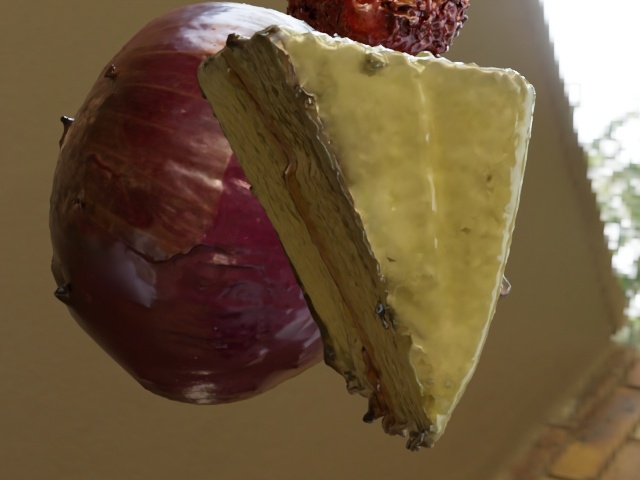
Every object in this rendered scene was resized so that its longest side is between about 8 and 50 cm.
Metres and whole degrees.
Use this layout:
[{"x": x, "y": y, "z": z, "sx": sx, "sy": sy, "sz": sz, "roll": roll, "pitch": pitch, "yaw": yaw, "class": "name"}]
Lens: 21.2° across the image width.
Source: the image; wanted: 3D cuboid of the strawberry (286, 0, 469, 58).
[{"x": 0.056, "y": -0.237, "z": 1.712, "sx": 0.187, "sy": 0.184, "sz": 0.201, "roll": 34, "pitch": -157, "yaw": -11, "class": "strawberry"}]

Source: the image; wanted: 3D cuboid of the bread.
[{"x": 0.000, "y": 0.000, "z": 0.836, "sx": 0.135, "sy": 0.240, "sz": 0.178, "roll": 10, "pitch": -90, "yaw": -13, "class": "bread"}]

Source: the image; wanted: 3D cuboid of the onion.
[{"x": -0.030, "y": -0.011, "z": 1.409, "sx": 0.348, "sy": 0.385, "sz": 0.348, "roll": 20, "pitch": -90, "yaw": -79, "class": "onion"}]
